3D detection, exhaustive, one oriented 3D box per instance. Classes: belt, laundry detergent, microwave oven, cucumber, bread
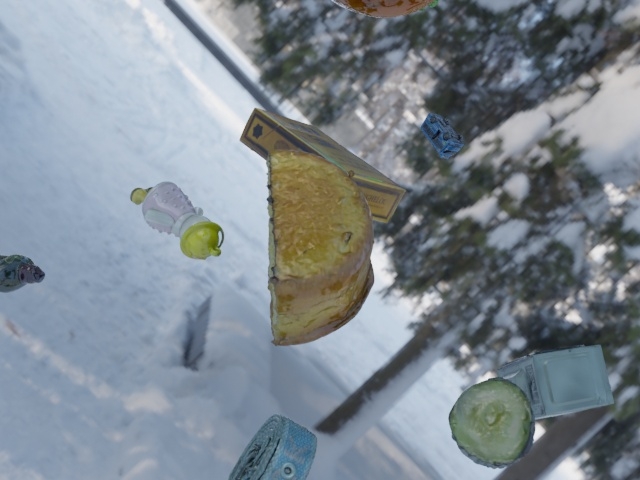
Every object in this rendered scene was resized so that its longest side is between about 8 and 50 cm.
[{"bbox_3d":[-0.079,0.336,1.386,0.082,0.163,0.147,30,-13,-14],"label":"belt"},{"bbox_3d":[-0.663,0.070,1.937,0.221,0.078,0.144,5,19,29],"label":"laundry detergent"},{"bbox_3d":[0.446,0.277,1.840,0.208,0.162,0.122,121,-39,-72],"label":"microwave oven"},{"bbox_3d":[0.269,0.305,1.520,0.134,0.134,0.244,47,-8,16],"label":"cucumber"},{"bbox_3d":[0.000,0.000,1.557,0.194,0.179,0.340,92,-4,-51],"label":"bread"}]

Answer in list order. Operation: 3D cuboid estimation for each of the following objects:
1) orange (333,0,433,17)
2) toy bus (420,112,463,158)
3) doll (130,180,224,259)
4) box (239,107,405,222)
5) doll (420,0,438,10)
[{"bbox_3d":[0.083,-0.423,1.244,0.261,0.261,0.261,46,4,-4],"label":"orange"},{"bbox_3d":[0.213,-0.185,1.673,0.038,0.046,0.083,7,40,-40],"label":"toy bus"},{"bbox_3d":[-0.232,-0.033,1.577,0.207,0.081,0.129,38,25,31],"label":"doll"},{"bbox_3d":[0.001,-0.152,1.908,0.193,0.084,0.301,12,21,-48],"label":"box"},{"bbox_3d":[0.184,-0.430,1.555,0.050,0.115,0.190,12,18,-2],"label":"doll"}]
